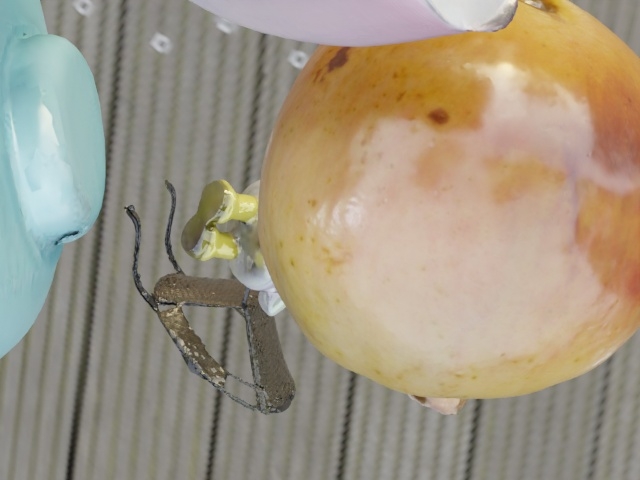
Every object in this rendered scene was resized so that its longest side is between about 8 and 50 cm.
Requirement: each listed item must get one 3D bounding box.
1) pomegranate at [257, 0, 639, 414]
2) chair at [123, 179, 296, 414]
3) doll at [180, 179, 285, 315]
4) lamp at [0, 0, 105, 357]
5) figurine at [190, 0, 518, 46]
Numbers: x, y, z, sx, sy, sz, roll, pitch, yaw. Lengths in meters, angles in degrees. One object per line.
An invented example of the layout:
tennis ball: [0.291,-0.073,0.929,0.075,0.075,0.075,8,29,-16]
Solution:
pomegranate: [0.061,-0.021,0.847,0.191,0.191,0.191,-2,102,-12]
chair: [-0.091,0.057,1.867,0.149,0.174,0.213,0,104,13]
doll: [0.000,0.000,1.406,0.207,0.081,0.129,10,115,-38]
lamp: [-0.102,-0.099,0.319,0.147,0.209,0.284,4,124,-1]
figurine: [-0.098,-0.207,0.727,0.284,0.315,0.206,47,57,-42]
